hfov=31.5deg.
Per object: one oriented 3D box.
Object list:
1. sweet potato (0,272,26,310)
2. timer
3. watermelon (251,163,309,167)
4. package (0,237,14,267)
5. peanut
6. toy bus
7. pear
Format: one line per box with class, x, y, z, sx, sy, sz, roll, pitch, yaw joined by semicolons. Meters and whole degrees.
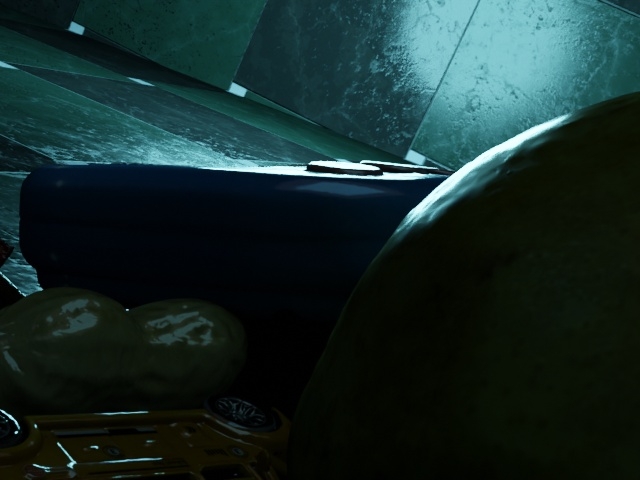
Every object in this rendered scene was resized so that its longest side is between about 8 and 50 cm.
sweet potato;-0.263;0.013;0.755;0.195;0.056;0.056;23;9;-16
timer;-0.030;-0.004;0.842;0.309;0.115;0.340;4;4;25
watermelon;0.001;0.023;1.077;0.231;0.128;0.146;-4;45;-18
package;-0.243;0.029;0.665;0.083;0.022;0.200;30;22;-12
peanut;-0.117;0.068;0.636;0.187;0.082;0.082;8;16;-44
toy bus;-0.079;0.118;0.455;0.194;0.083;0.088;6;21;-44
pear;0.134;0.096;0.425;0.304;0.303;0.304;19;11;-4
